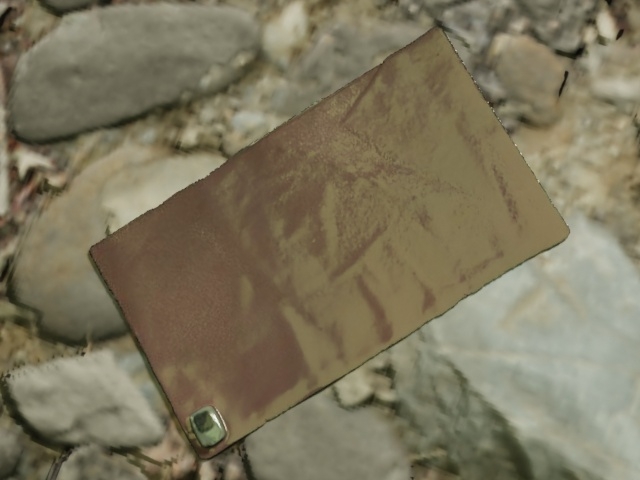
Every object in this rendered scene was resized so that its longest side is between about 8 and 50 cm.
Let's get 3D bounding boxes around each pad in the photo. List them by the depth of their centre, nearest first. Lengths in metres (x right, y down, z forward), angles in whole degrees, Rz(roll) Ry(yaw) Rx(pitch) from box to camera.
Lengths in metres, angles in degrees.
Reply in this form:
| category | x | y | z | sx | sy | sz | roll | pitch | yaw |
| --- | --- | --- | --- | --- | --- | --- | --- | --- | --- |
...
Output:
| category | x | y | z | sx | sy | sz | roll | pitch | yaw |
| --- | --- | --- | --- | --- | --- | --- | --- | --- | --- |
| pad | 0.000 | 0.000 | 0.748 | 0.187 | 0.006 | 0.113 | -32 | 73 | 5 |
